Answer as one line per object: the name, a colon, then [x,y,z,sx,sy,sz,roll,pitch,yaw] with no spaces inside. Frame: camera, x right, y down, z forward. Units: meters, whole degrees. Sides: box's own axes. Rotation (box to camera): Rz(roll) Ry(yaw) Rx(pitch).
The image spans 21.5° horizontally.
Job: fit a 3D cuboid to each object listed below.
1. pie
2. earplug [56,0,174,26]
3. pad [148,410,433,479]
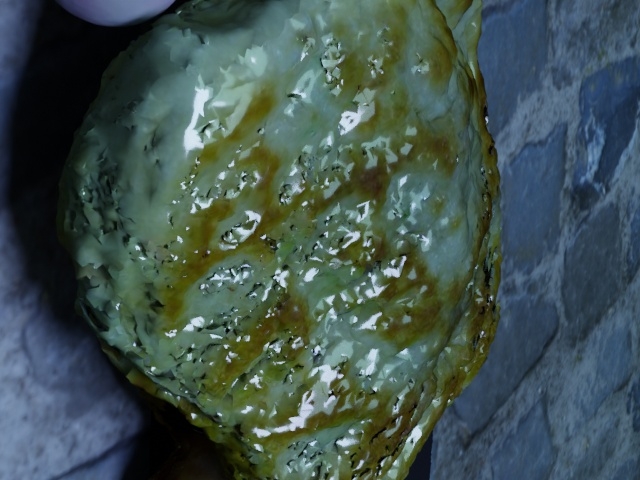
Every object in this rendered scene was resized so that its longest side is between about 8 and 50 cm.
pie: [0.005,-0.024,1.093,0.395,0.180,0.418,-48,147,-35]
earplug: [-0.118,-0.240,0.845,0.172,0.172,0.301,-52,152,-40]
pad: [-0.030,0.119,1.333,0.375,0.063,0.315,-9,107,-54]
